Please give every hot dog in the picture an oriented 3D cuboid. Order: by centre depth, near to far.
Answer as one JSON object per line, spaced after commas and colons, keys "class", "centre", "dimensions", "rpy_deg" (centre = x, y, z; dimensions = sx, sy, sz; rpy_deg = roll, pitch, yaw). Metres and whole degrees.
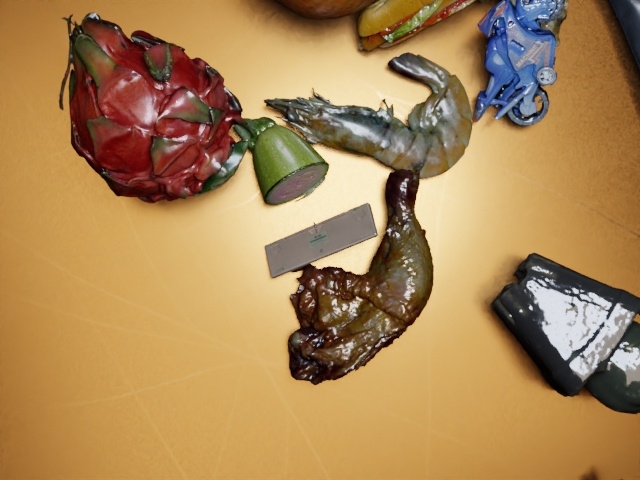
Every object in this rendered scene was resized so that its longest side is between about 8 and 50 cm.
{"class": "hot dog", "centre": [0.143, -0.321, 1.379], "dimensions": [0.235, 0.092, 0.062], "rpy_deg": [-29, 70, 32]}

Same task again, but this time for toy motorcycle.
{"class": "toy motorcycle", "centre": [0.268, -0.254, 1.393], "dimensions": [0.114, 0.076, 0.205], "rpy_deg": [6, 119, 7]}

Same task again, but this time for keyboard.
{"class": "keyboard", "centre": [0.000, 0.000, 1.397], "dimensions": [0.165, 0.017, 0.055], "rpy_deg": [-22, 66, 19]}

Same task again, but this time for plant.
{"class": "plant", "centre": [0.359, 0.129, 1.388], "dimensions": [0.256, 0.142, 0.164], "rpy_deg": [41, 86, 10]}

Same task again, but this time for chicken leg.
{"class": "chicken leg", "centre": [0.062, 0.059, 1.400], "dimensions": [0.322, 0.083, 0.177], "rpy_deg": [-44, 77, 3]}

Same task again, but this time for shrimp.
{"class": "shrimp", "centre": [0.075, -0.194, 1.426], "dimensions": [0.296, 0.058, 0.169], "rpy_deg": [17, 83, -7]}

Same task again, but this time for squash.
{"class": "squash", "centre": [-0.060, -0.127, 1.406], "dimensions": [0.105, 0.105, 0.132], "rpy_deg": [-29, 72, -4]}

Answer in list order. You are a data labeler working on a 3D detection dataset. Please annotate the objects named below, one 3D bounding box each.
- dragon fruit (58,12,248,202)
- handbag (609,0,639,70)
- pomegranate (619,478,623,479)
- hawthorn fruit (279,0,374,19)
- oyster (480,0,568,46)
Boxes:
{"class": "dragon fruit", "centre": [-0.230, -0.181, 1.326], "dimensions": [0.233, 0.234, 0.293], "rpy_deg": [-35, 94, -4]}
{"class": "handbag", "centre": [0.538, -0.294, 1.439], "dimensions": [0.211, 0.089, 0.254], "rpy_deg": [-21, 86, -2]}
{"class": "pomegranate", "centre": [0.406, 0.455, 1.354], "dimensions": [0.211, 0.211, 0.263], "rpy_deg": [11, 65, -3]}
{"class": "hawthorn fruit", "centre": [0.001, -0.453, 1.284], "dimensions": [0.284, 0.369, 0.285], "rpy_deg": [-3, 74, 11]}
{"class": "oyster", "centre": [0.258, -0.431, 1.408], "dimensions": [0.110, 0.166, 0.341], "rpy_deg": [-14, 105, -12]}
